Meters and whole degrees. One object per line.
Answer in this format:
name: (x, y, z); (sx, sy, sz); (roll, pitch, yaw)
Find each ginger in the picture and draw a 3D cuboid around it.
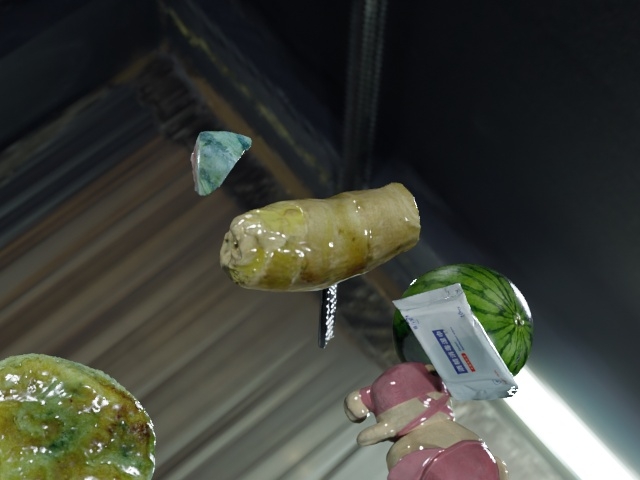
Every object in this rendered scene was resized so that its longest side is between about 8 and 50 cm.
ginger: (0.000, 0.000, 1.543); (0.109, 0.263, 0.116); (4, -73, 61)

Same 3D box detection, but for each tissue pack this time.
tissue pack: (0.197, 0.151, 1.840); (0.123, 0.026, 0.193); (-17, -69, 42)

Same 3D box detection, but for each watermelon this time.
watermelon: (0.244, 0.154, 2.210); (0.242, 0.242, 0.242); (45, -20, 21)
watermelon: (-0.176, -0.127, 2.089); (0.081, 0.094, 0.180); (32, 21, -4)

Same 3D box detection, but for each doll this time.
doll: (0.158, 0.312, 1.951); (0.255, 0.196, 0.152); (59, -16, 30)

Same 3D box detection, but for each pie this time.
pie: (-0.351, 0.277, 1.674); (0.277, 0.277, 0.078); (50, -35, 7)

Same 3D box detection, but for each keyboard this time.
keyboard: (0.017, 0.080, 2.561); (0.016, 0.106, 0.262); (6, -72, 12)
